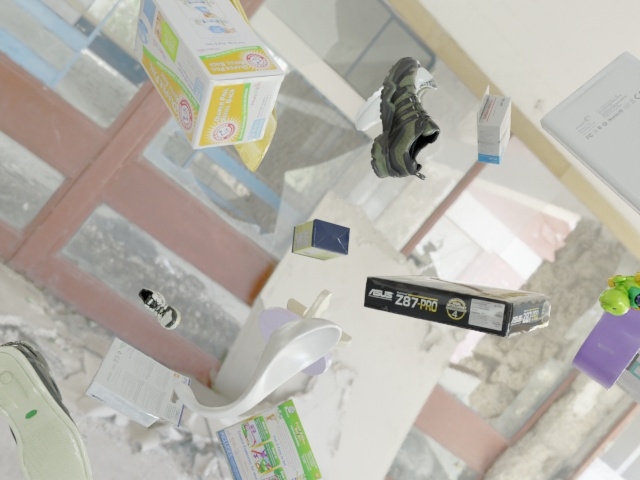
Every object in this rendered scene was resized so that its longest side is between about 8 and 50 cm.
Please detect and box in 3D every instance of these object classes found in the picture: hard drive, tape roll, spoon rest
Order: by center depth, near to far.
[{"bbox_3d":[-0.089,0.205,1.005,0.084,0.276,0.137,64,1,27],"label":"spoon rest"},{"bbox_3d":[0.551,0.177,1.175,0.080,0.189,0.189,37,2,28],"label":"tape roll"},{"bbox_3d":[0.597,-0.189,1.180,0.318,0.210,0.040,56,9,33],"label":"hard drive"}]

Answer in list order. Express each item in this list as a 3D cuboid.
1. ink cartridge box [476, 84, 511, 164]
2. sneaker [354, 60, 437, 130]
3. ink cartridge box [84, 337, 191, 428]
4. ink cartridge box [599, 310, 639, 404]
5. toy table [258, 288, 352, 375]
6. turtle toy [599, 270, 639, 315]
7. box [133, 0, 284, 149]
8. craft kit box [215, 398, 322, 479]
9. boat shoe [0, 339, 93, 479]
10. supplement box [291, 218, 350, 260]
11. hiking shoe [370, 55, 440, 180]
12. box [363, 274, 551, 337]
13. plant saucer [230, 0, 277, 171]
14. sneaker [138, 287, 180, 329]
[{"bbox_3d":[0.436,-0.289,1.601,0.060,0.104,0.180,14,-29,23],"label":"ink cartridge box"},{"bbox_3d":[0.191,-0.359,1.666,0.095,0.235,0.090,51,18,4],"label":"sneaker"},{"bbox_3d":[-0.430,0.350,1.532,0.224,0.045,0.223,33,12,-13],"label":"ink cartridge box"},{"bbox_3d":[0.730,0.199,1.366,0.197,0.198,0.270,46,-17,31],"label":"ink cartridge box"},{"bbox_3d":[-0.043,0.285,1.989,0.274,0.252,0.161,42,41,18],"label":"toy table"},{"bbox_3d":[0.498,0.083,1.003,0.130,0.066,0.095,-3,-9,-10],"label":"turtle toy"},{"bbox_3d":[-0.149,-0.228,0.818,0.103,0.114,0.203,-15,57,-34],"label":"box"},{"bbox_3d":[-0.152,0.633,1.889,0.249,0.247,0.061,68,-23,9],"label":"craft kit box"},{"bbox_3d":[-0.354,0.236,0.824,0.233,0.084,0.079,64,-6,-3],"label":"boat shoe"},{"bbox_3d":[0.000,0.000,1.252,0.083,0.056,0.083,15,-18,-31],"label":"supplement box"},{"bbox_3d":[0.166,-0.217,1.150,0.114,0.226,0.086,9,-2,23],"label":"hiking shoe"},{"bbox_3d":[0.361,0.162,1.677,0.395,0.097,0.318,8,1,37],"label":"box"},{"bbox_3d":[-0.166,-0.345,1.149,0.332,0.081,0.332,-100,165,-48],"label":"plant saucer"},{"bbox_3d":[-0.228,0.095,0.891,0.083,0.032,0.037,33,-7,40],"label":"sneaker"}]
